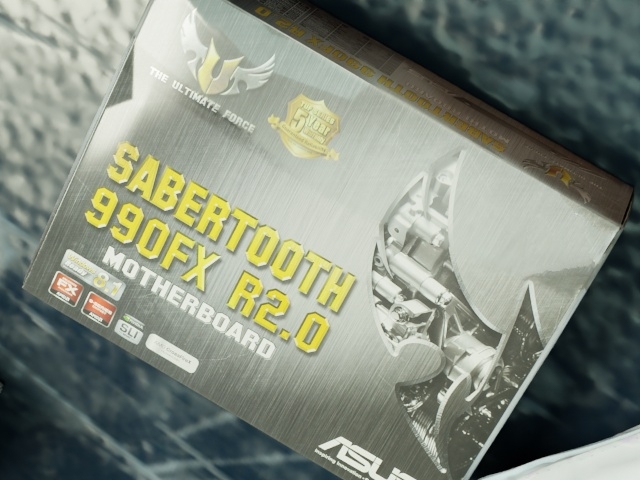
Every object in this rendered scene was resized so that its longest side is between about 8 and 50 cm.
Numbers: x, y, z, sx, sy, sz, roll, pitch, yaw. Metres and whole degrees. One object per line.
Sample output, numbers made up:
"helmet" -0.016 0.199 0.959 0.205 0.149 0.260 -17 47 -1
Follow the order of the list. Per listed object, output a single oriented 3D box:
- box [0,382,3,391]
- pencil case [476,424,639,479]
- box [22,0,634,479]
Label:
"box" -0.344 0.078 0.936 0.262 0.127 0.231 43 116 -2
"pencil case" 0.188 0.113 0.790 0.273 0.113 0.124 -33 105 26
"box" 0.000 0.000 0.837 0.231 0.056 0.183 31 117 4
